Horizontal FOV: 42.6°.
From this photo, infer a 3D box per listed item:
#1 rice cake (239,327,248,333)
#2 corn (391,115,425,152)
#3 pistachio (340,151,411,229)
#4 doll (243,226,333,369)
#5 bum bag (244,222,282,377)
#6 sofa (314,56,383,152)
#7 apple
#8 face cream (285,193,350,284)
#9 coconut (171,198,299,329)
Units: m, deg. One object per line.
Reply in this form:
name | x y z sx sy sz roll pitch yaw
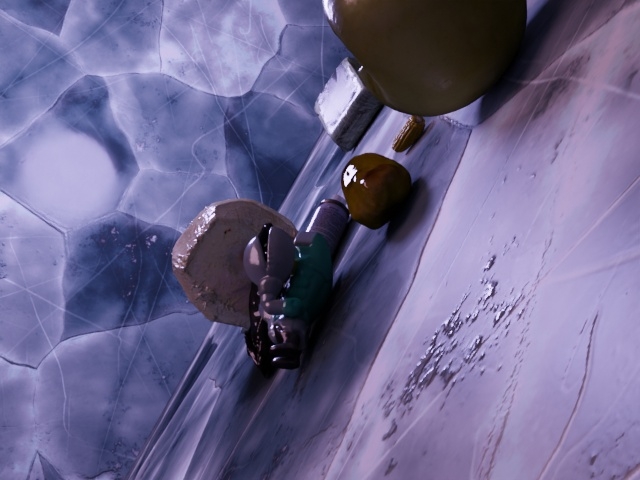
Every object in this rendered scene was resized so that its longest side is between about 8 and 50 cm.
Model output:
rice cake | -0.186 0.191 2.256 0.207 0.033 0.033 -75 7 -59
corn | 0.160 -0.193 1.497 0.092 0.037 0.037 -47 14 52
pistachio | 0.088 -0.076 1.312 0.189 0.100 0.110 -118 35 -69
doll | -0.060 0.082 1.401 0.258 0.153 0.194 -68 -17 -69
bum bag | -0.106 0.116 1.615 0.137 0.074 0.309 108 167 -74
sofa | 0.116 -0.378 2.337 0.210 0.176 0.225 -56 37 25
apple | 0.149 -0.322 1.163 0.254 0.292 0.292 -34 12 9
face cream | 0.000 0.000 1.645 0.075 0.075 0.229 -48 13 54
coconut | -0.178 0.050 1.822 0.297 0.297 0.254 -60 15 -7
